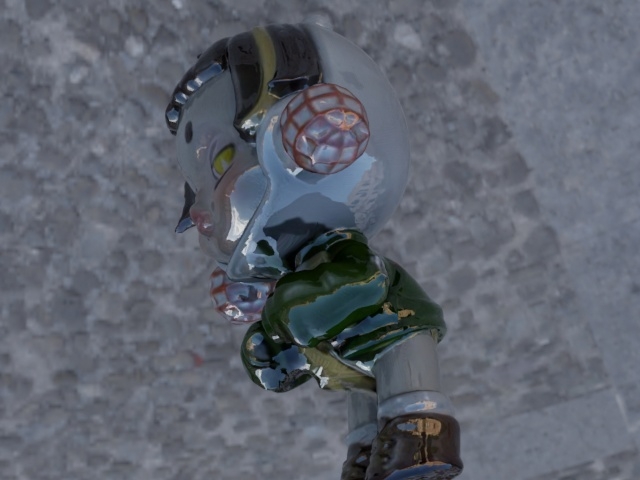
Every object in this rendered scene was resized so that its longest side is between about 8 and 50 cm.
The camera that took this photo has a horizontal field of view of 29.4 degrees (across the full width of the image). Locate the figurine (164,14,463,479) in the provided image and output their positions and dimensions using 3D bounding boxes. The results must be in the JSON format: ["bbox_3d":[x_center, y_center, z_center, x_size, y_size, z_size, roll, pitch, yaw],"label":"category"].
[{"bbox_3d":[0.000,0.000,0.838,0.167,0.370,0.281,-9,155,-22],"label":"figurine"}]
